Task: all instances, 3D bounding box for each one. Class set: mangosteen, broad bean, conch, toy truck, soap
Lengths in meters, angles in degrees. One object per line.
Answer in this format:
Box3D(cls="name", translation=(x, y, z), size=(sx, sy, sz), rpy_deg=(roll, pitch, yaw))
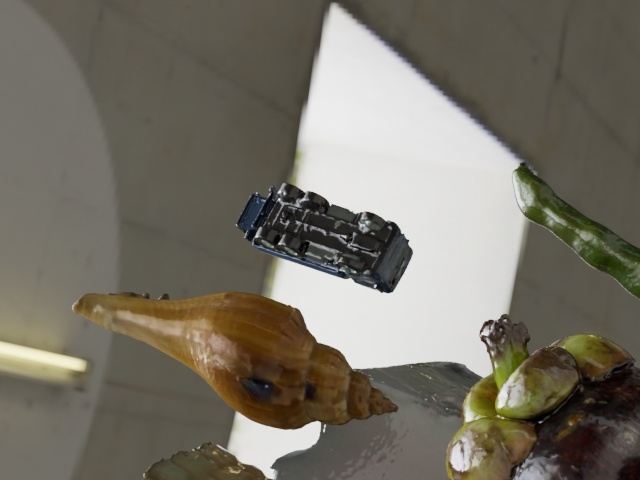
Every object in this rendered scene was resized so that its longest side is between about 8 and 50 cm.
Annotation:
Box3D(cls="mangosteen", translation=(0.177, 0.154, 1.183), size=(0.192, 0.217, 0.192), rpy_deg=(-37, -5, -4))
Box3D(cls="broad bean", translation=(0.310, -0.005, 1.862), size=(0.053, 0.256, 0.052), rpy_deg=(-32, -32, -30))
Box3D(cls="conch", translation=(-0.084, 0.106, 1.490), size=(0.093, 0.330, 0.109), rpy_deg=(-53, -23, -65))
Box3D(cls="toy truck", translation=(0.000, 0.000, 1.731), size=(0.074, 0.202, 0.088), rpy_deg=(-62, -33, -16))
Box3D(cls="soap", translation=(0.135, 0.248, 1.655), size=(0.302, 0.258, 0.159), rpy_deg=(-1, -57, -59))

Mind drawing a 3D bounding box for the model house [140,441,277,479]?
Box3D(cls="model house", translation=(-0.072, 0.466, 1.323), size=(0.445, 0.400, 0.395), rpy_deg=(-65, -11, 11))
